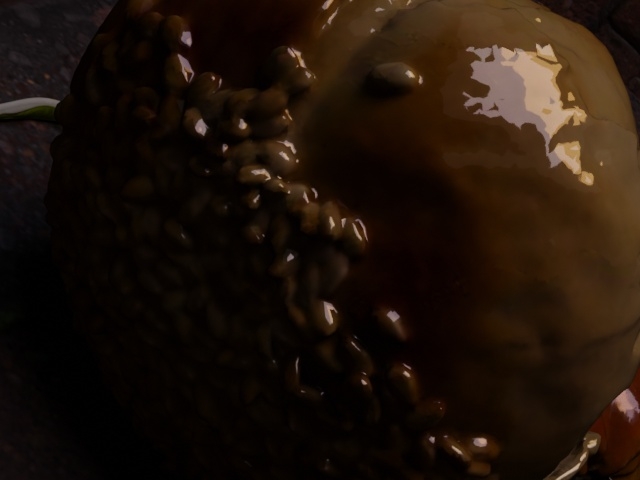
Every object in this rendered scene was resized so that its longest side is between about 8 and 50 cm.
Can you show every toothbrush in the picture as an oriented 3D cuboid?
[{"bbox_3d":[-0.210,-0.096,1.058,0.263,0.022,0.026,8,55,-47],"label":"toothbrush"}]

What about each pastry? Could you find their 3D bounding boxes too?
[{"bbox_3d":[0.000,0.000,0.815,0.245,0.409,0.409,-23,68,-45],"label":"pastry"}]

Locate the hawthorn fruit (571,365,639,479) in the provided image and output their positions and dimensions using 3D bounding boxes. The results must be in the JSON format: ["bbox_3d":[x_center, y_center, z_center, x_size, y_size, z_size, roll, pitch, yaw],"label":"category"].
[{"bbox_3d":[0.171,0.141,1.063,0.189,0.189,0.189,32,29,-20],"label":"hawthorn fruit"}]
